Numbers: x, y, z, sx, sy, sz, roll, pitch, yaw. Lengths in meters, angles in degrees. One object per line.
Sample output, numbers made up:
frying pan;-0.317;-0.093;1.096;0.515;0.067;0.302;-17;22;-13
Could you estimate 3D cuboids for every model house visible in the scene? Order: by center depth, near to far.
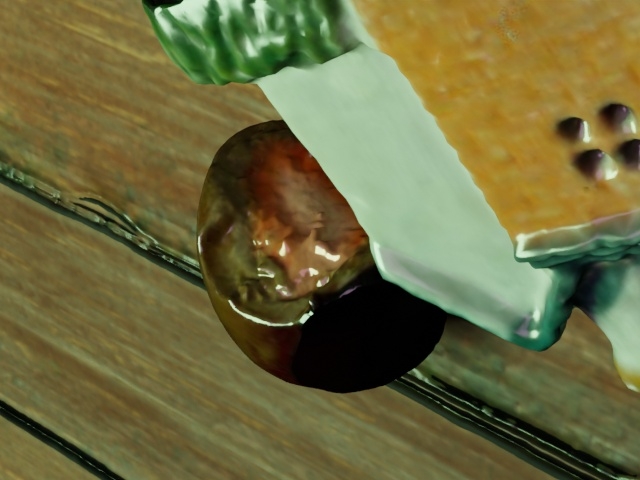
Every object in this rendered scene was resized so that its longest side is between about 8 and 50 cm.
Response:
model house;0.117;-0.065;0.668;0.271;0.190;0.300;-12;122;35

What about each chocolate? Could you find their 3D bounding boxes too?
chocolate;0.000;0.000;0.793;0.127;0.124;0.133;-55;39;42
